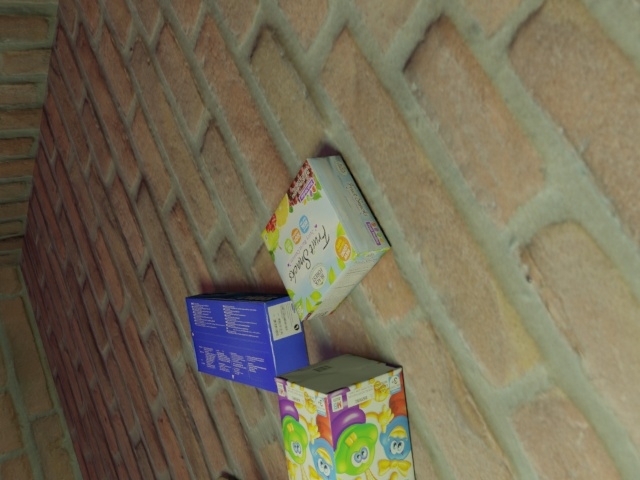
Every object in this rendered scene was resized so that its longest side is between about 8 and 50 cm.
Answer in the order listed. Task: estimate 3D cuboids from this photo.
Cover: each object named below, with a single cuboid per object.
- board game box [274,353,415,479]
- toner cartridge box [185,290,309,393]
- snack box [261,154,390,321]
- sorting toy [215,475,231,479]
[{"bbox_3d":[0.043,0.330,1.036,0.142,0.144,0.275,2,101,55],"label":"board game box"},{"bbox_3d":[-0.151,0.187,1.342,0.347,0.075,0.165,-4,95,56],"label":"toner cartridge box"},{"bbox_3d":[0.000,0.000,1.069,0.175,0.070,0.207,64,145,22],"label":"snack box"},{"bbox_3d":[-0.171,0.637,1.532,0.347,0.047,0.196,-4,92,56],"label":"sorting toy"}]
